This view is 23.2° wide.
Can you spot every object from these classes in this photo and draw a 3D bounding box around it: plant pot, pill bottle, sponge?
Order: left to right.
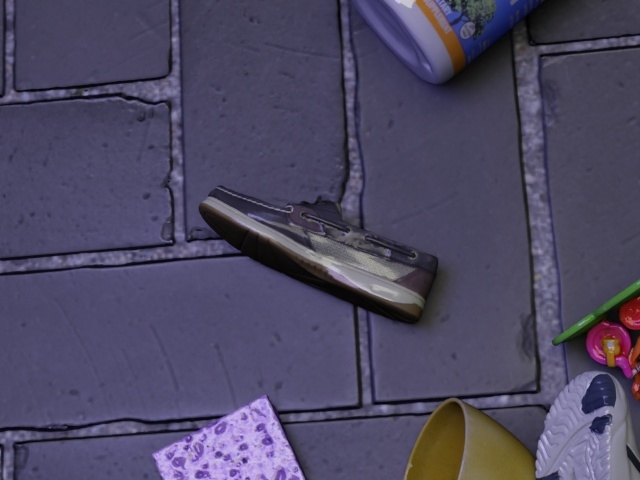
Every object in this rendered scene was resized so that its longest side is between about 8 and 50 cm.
[{"bbox_3d":[-0.055,0.253,1.364,0.117,0.031,0.210,-26,73,-1],"label":"sponge"},{"bbox_3d":[0.135,0.210,1.312,0.095,0.134,0.134,19,76,-13],"label":"plant pot"},{"bbox_3d":[0.162,-0.282,1.427,0.272,0.152,0.152,-41,73,-4],"label":"pill bottle"}]

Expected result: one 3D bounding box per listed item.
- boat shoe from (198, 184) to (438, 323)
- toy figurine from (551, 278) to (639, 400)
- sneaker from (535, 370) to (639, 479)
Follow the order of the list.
[{"bbox_3d":[0.001,0.000,1.410,0.224,0.080,0.073,26,73,8],"label":"boat shoe"},{"bbox_3d":[0.311,0.103,1.329,0.173,0.130,0.159,-37,81,19],"label":"toy figurine"},{"bbox_3d":[0.266,0.218,1.278,0.153,0.094,0.234,-4,87,-33],"label":"sneaker"}]
